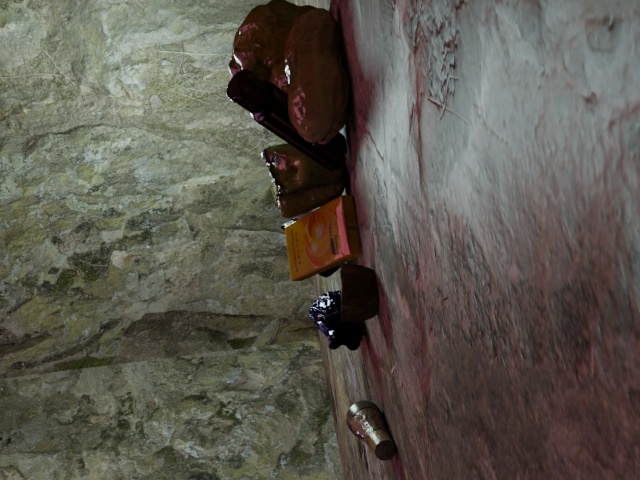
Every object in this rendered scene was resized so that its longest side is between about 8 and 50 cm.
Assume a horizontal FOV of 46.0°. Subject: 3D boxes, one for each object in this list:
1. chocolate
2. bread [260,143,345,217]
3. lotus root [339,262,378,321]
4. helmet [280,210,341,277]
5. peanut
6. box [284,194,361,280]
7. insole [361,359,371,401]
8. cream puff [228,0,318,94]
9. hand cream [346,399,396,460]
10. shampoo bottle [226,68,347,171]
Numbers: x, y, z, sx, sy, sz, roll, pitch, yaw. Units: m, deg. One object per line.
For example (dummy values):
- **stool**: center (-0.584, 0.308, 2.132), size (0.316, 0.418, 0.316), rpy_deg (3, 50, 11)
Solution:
- **chocolate**: center (0.055, 0.214, 1.950), size (0.148, 0.126, 0.343), rpy_deg (44, 179, -8)
- **bread**: center (-0.029, -0.155, 1.942), size (0.262, 0.204, 0.162), rpy_deg (-107, -1, -51)
- **lotus root**: center (0.076, 0.107, 1.597), size (0.112, 0.081, 0.122), rpy_deg (-98, 3, -45)
- **helmet**: center (-0.003, -0.006, 2.110), size (0.198, 0.154, 0.253), rpy_deg (46, -165, -11)
- **peanut**: center (-0.008, -0.365, 1.648), size (0.149, 0.149, 0.313), rpy_deg (92, 174, -67)
- **box**: center (0.000, 0.000, 1.878), size (0.269, 0.043, 0.152), rpy_deg (-28, 67, 53)
- **insole**: center (0.126, 0.414, 1.971), size (0.080, 0.003, 0.232), rpy_deg (87, 175, -45)
- **cream puff**: center (-0.095, -0.411, 1.868), size (0.323, 0.274, 0.269), rpy_deg (84, -175, -54)
- **hand cream**: center (0.117, 0.417, 1.640), size (0.203, 0.084, 0.084), rpy_deg (-150, 53, -77)
- **shampoo bottle**: center (-0.072, -0.274, 1.714), size (0.323, 0.084, 0.129), rpy_deg (28, -142, -42)
